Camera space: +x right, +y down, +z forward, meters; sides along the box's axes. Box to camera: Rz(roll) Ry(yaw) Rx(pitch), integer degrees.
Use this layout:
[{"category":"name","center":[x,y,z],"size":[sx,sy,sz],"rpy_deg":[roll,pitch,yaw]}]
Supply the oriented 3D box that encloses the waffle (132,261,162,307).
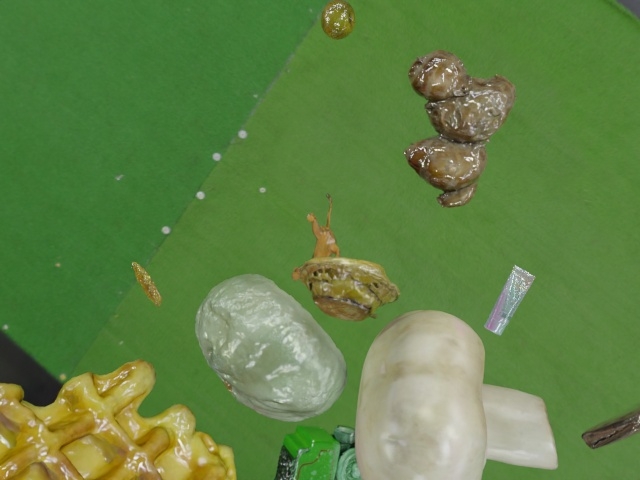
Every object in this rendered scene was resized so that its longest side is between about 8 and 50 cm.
[{"category":"waffle","center":[-0.309,0.074,0.922],"size":[0.078,0.016,0.085],"rpy_deg":[35,145,33]}]

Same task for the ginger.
[{"category":"ginger","center":[0.322,-0.257,1.253],"size":[0.256,0.176,0.375],"rpy_deg":[-1,114,-7]}]

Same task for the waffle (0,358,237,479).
[{"category":"waffle","center":[-0.131,0.207,0.276],"size":[0.283,0.309,0.065],"rpy_deg":[26,127,-34]}]

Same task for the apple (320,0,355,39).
[{"category":"apple","center":[0.044,-0.529,1.252],"size":[0.074,0.089,0.089],"rpy_deg":[8,100,30]}]

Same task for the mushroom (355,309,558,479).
[{"category":"mushroom","center":[0.201,0.292,0.910],"size":[0.353,0.353,0.325],"rpy_deg":[-23,98,13]}]

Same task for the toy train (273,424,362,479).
[{"category":"toy train","center":[-0.002,0.511,1.101],"size":[0.188,0.132,0.243],"rpy_deg":[14,85,-22]}]

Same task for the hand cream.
[{"category":"hand cream","center":[0.474,0.153,1.309],"size":[0.076,0.047,0.174],"rpy_deg":[27,92,-21]}]

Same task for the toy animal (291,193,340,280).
[{"category":"toy animal","center":[0.008,0.004,1.349],"size":[0.114,0.116,0.255],"rpy_deg":[17,107,2]}]

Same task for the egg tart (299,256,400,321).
[{"category":"egg tart","center":[0.060,0.117,1.179],"size":[0.241,0.241,0.105],"rpy_deg":[9,62,9]}]

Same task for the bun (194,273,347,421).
[{"category":"bun","center":[-0.064,0.134,0.610],"size":[0.195,0.195,0.118],"rpy_deg":[46,68,1]}]

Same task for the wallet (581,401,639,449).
[{"category":"wallet","center":[0.448,0.240,0.717],"size":[0.153,0.118,0.038],"rpy_deg":[-13,60,-22]}]
